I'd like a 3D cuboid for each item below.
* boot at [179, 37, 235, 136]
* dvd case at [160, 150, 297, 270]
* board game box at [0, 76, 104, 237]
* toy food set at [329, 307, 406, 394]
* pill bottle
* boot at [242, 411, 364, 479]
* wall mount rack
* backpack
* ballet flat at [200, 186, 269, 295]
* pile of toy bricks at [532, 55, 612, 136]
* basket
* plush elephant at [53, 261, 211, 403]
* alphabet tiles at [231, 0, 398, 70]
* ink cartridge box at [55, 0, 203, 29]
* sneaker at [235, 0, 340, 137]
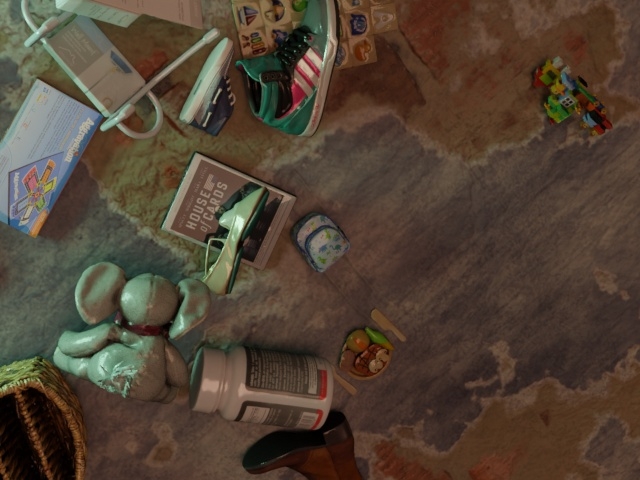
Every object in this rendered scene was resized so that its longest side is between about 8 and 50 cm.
[{"bbox_3d":[-0.204,-0.308,1.614,0.086,0.069,0.190,26,102,-28],"label":"boot"},{"bbox_3d":[-0.192,-0.060,1.687,0.239,0.029,0.179,23,96,-20],"label":"dvd case"},{"bbox_3d":[-0.556,-0.160,1.564,0.145,0.027,0.281,30,93,-18],"label":"board game box"},{"bbox_3d":[0.105,0.264,1.838,0.132,0.038,0.192,42,89,-20],"label":"toy food set"},{"bbox_3d":[-0.129,0.313,1.721,0.283,0.161,0.161,11,99,-17],"label":"pill bottle"},{"bbox_3d":[-0.025,0.561,1.865,0.264,0.096,0.280,-23,115,-17],"label":"boot"},{"bbox_3d":[-0.373,-0.381,1.519,0.350,0.130,0.304,50,53,-20],"label":"wall mount rack"},{"bbox_3d":[0.000,0.000,1.725,0.105,0.084,0.114,-40,107,-6],"label":"backpack"},{"bbox_3d":[-0.184,-0.006,1.649,0.086,0.086,0.248,20,98,-19],"label":"ballet flat"},{"bbox_3d":[0.559,-0.304,1.812,0.212,0.118,0.105,32,131,-30],"label":"pile of toy bricks"},{"bbox_3d":[-0.582,0.409,1.574,0.214,0.223,0.299,-13,105,-4],"label":"basket"},{"bbox_3d":[-0.363,0.174,1.584,0.272,0.330,0.255,22,78,-12],"label":"plush elephant"},{"bbox_3d":[-0.010,-0.488,1.642,0.343,0.011,0.285,-14,108,-12],"label":"alphabet tiles"},{"bbox_3d":[-0.349,-0.534,1.453,0.261,0.066,0.296,5,74,-41],"label":"ink cartridge box"},{"bbox_3d":[-0.075,-0.360,1.591,0.178,0.124,0.295,3,106,-28],"label":"sneaker"}]
